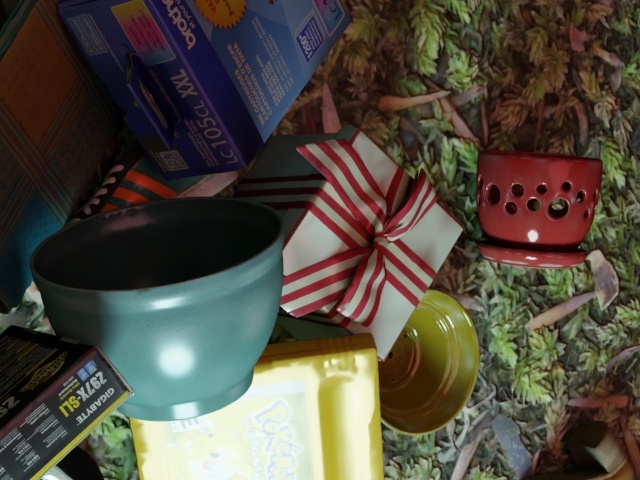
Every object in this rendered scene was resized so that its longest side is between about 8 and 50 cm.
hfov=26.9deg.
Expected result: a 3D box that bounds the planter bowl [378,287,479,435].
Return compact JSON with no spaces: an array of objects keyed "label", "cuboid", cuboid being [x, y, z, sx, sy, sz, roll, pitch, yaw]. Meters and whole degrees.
[{"label":"planter bowl","cuboid":[0.125,0.175,1.991,0.217,0.090,0.217,-2,94,-33]}]

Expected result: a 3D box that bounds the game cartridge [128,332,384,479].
[{"label":"game cartridge","cuboid":[-0.080,0.264,1.753,0.324,0.052,0.285,-6,120,-2]}]

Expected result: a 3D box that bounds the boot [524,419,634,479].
[{"label":"boot","cuboid":[0.425,0.462,2.205,0.283,0.109,0.220,-44,118,-31]}]

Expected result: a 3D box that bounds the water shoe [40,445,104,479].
[{"label":"water shoe","cuboid":[-0.364,0.294,1.710,0.080,0.073,0.203,-37,135,19]}]

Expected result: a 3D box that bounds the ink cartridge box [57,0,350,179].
[{"label":"ink cartridge box","cuboid":[-0.146,-0.262,1.667,0.270,0.151,0.395,60,44,-30]}]

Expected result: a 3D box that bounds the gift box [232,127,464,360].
[{"label":"gift box","cuboid":[0.000,0.000,1.803,0.276,0.258,0.255,36,73,-30]}]

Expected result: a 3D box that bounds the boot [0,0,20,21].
[{"label":"boot","cuboid":[-0.321,-0.379,1.632,0.083,0.161,0.246,15,85,-32]}]

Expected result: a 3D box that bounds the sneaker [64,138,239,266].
[{"label":"sneaker","cuboid":[-0.254,-0.056,1.737,0.302,0.108,0.121,-36,99,-26]}]

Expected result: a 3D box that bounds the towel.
[{"label":"towel","cuboid":[-0.344,-0.128,1.593,0.271,0.040,0.370,70,38,-54]}]

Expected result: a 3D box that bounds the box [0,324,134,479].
[{"label":"box","cuboid":[-0.386,0.227,1.429,0.322,0.257,0.079,-43,115,-24]}]

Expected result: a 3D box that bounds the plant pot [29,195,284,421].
[{"label":"plant pot","cuboid":[-0.176,0.089,1.566,0.293,0.293,0.196,-19,113,-30]}]

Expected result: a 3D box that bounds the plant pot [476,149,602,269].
[{"label":"plant pot","cuboid":[0.330,-0.048,2.053,0.191,0.191,0.174,2,95,-33]}]
